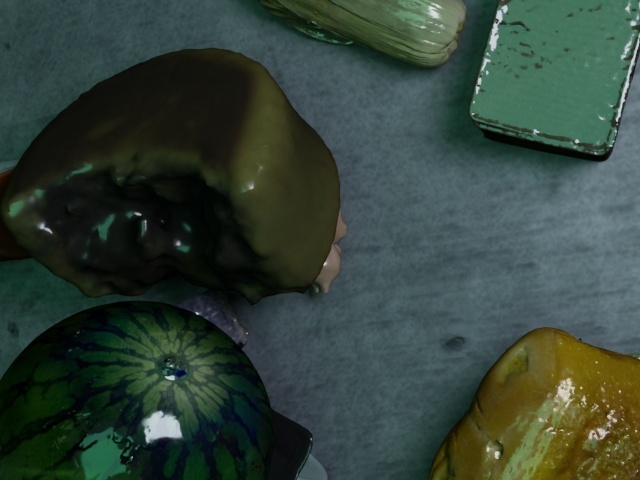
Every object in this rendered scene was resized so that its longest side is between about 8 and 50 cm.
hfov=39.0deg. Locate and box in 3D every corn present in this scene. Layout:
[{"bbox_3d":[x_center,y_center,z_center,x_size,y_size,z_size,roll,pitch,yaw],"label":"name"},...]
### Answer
[{"bbox_3d":[0.049,-0.327,1.239,0.305,0.123,0.122,22,98,16],"label":"corn"}]

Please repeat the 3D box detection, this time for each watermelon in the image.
[{"bbox_3d":[-0.226,0.238,1.073,0.363,0.363,0.363,0,90,16],"label":"watermelon"}]

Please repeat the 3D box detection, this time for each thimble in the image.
[{"bbox_3d":[-0.183,0.138,1.294,0.150,0.150,0.098,-30,83,14],"label":"thimble"}]

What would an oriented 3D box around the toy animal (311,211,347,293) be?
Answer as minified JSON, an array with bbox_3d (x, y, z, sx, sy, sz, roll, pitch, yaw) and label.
[{"bbox_3d":[-0.003,0.001,1.277,0.083,0.089,0.150,-5,98,12],"label":"toy animal"}]

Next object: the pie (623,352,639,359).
[{"bbox_3d":[0.414,0.189,1.191,0.084,0.020,0.084,0,88,15],"label":"pie"}]

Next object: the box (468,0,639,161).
[{"bbox_3d":[0.313,-0.251,1.155,0.184,0.143,0.273,15,95,15],"label":"box"}]

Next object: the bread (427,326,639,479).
[{"bbox_3d":[0.321,0.293,1.099,0.337,0.148,0.328,28,98,-14],"label":"bread"}]

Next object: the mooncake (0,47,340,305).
[{"bbox_3d":[-0.181,-0.054,1.194,0.393,0.246,0.394,-43,49,-5],"label":"mooncake"}]

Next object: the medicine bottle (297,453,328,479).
[{"bbox_3d":[-0.079,0.375,1.274,0.135,0.135,0.168,32,98,14],"label":"medicine bottle"}]

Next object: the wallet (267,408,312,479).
[{"bbox_3d":[-0.150,0.364,1.219,0.247,0.041,0.323,20,82,47],"label":"wallet"}]

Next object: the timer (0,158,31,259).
[{"bbox_3d":[-0.572,-0.042,1.350,0.257,0.250,0.161,-6,89,16],"label":"timer"}]
